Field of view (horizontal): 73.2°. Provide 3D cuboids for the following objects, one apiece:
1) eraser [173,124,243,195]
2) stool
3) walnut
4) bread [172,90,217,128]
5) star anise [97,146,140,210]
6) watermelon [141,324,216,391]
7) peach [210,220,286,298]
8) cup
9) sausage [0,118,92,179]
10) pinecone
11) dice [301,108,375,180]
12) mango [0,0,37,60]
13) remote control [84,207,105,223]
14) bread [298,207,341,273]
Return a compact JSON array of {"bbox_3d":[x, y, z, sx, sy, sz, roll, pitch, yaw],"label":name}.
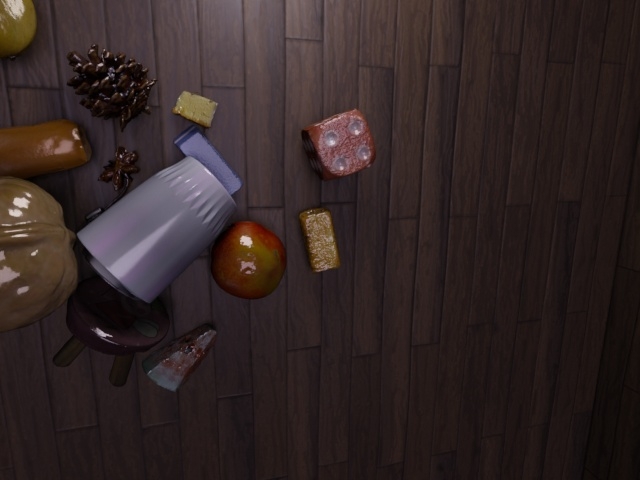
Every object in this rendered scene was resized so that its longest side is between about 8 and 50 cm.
[{"bbox_3d":[-0.328,-0.228,1.268,0.082,0.036,0.225,-41,110,-5],"label":"eraser"},{"bbox_3d":[-0.579,0.246,1.195,0.272,0.272,0.179,29,108,-21],"label":"stool"},{"bbox_3d":[-0.753,0.036,0.977,0.380,0.381,0.382,-4,103,-16],"label":"walnut"},{"bbox_3d":[-0.351,-0.373,1.206,0.109,0.080,0.084,22,93,-23],"label":"bread"},{"bbox_3d":[-0.563,-0.169,1.198,0.097,0.070,0.191,35,92,6],"label":"star anise"},{"bbox_3d":[-0.420,0.363,1.355,0.241,0.094,0.154,-45,118,-6],"label":"watermelon"},{"bbox_3d":[-0.212,0.058,1.274,0.230,0.231,0.231,-4,103,-16],"label":"peach"},{"bbox_3d":[-0.426,-0.033,1.163,0.371,0.253,0.253,-45,111,-16],"label":"cup"},{"bbox_3d":[-0.781,-0.217,1.092,0.353,0.116,0.134,-13,119,-11],"label":"sausage"},{"bbox_3d":[-0.538,-0.395,1.096,0.212,0.169,0.186,22,53,-7],"label":"pinecone"},{"bbox_3d":[0.051,-0.283,1.299,0.179,0.175,0.174,-27,109,-11],"label":"dice"},{"bbox_3d":[-0.805,-0.583,0.995,0.195,0.142,0.332,-34,102,-12],"label":"mango"},{"bbox_3d":[-0.590,0.004,1.243,0.059,0.028,0.212,-35,111,-11],"label":"remote control"},{"bbox_3d":[0.000,0.000,1.395,0.113,0.083,0.211,-13,106,-9],"label":"bread"}]
